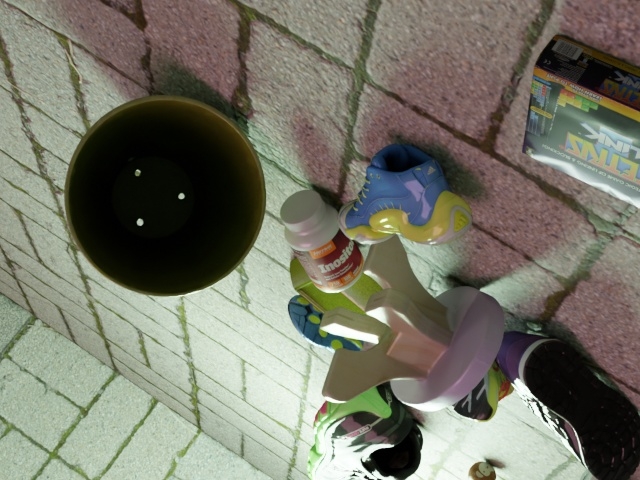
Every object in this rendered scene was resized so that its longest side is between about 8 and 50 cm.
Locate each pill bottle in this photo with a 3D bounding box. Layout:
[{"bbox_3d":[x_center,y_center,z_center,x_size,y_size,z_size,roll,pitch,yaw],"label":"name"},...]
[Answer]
[{"bbox_3d":[0.000,0.000,1.549,0.086,0.086,0.152,17,151,39],"label":"pill bottle"}]

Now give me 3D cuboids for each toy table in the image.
[{"bbox_3d":[0.113,0.122,1.466,0.161,0.252,0.274,24,150,-14],"label":"toy table"}]

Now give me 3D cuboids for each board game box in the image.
[{"bbox_3d":[0.277,-0.101,0.997,0.170,0.048,0.141,28,155,20],"label":"board game box"}]

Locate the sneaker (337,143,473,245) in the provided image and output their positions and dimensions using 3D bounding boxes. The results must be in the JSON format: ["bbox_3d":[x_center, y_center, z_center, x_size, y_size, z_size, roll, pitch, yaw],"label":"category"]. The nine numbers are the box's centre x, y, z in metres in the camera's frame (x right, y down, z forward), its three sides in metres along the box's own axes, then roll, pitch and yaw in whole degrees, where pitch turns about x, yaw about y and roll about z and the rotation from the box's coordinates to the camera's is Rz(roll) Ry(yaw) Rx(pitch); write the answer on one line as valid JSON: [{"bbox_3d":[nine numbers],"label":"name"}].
[{"bbox_3d":[0.089,-0.065,1.326,0.240,0.091,0.126,2,122,55],"label":"sneaker"}]

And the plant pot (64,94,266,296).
[{"bbox_3d":[-0.239,-0.067,1.593,0.275,0.275,0.293,41,174,-11],"label":"plant pot"}]

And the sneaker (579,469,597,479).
[{"bbox_3d":[0.469,0.400,1.683,0.121,0.079,0.217,27,164,15],"label":"sneaker"}]

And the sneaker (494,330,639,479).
[{"bbox_3d":[0.348,0.225,1.506,0.283,0.107,0.124,51,169,-23],"label":"sneaker"}]

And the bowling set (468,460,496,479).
[{"bbox_3d":[0.327,0.529,1.992,0.154,0.287,0.200,16,123,57],"label":"bowling set"}]

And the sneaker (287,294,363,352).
[{"bbox_3d":[-0.001,0.152,1.857,0.078,0.067,0.188,22,167,46],"label":"sneaker"}]

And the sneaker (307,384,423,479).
[{"bbox_3d":[0.095,0.427,2.128,0.202,0.185,0.483,33,159,18],"label":"sneaker"}]

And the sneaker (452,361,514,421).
[{"bbox_3d":[0.242,0.203,1.542,0.094,0.081,0.208,28,-160,-8],"label":"sneaker"}]

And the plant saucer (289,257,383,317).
[{"bbox_3d":[0.038,0.092,1.730,0.188,0.045,0.188,40,157,-8],"label":"plant saucer"}]
